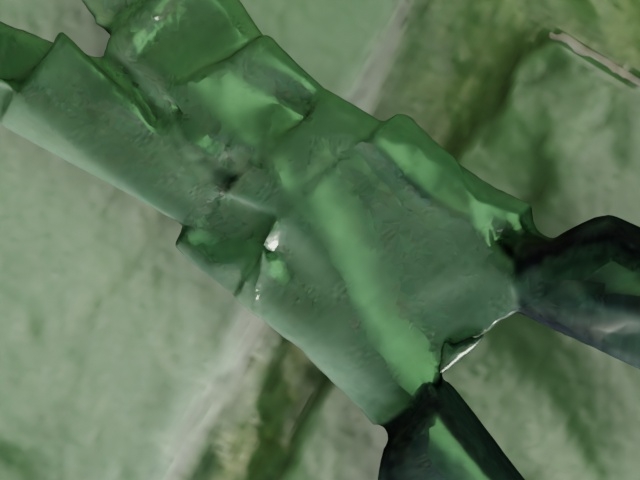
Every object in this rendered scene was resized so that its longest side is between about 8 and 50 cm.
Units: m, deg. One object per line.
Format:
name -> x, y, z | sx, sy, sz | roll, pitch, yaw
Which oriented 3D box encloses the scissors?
scissors -> 0.000, 0.000, 0.474 | 0.383, 0.029, 0.256 | 37, 106, 3
